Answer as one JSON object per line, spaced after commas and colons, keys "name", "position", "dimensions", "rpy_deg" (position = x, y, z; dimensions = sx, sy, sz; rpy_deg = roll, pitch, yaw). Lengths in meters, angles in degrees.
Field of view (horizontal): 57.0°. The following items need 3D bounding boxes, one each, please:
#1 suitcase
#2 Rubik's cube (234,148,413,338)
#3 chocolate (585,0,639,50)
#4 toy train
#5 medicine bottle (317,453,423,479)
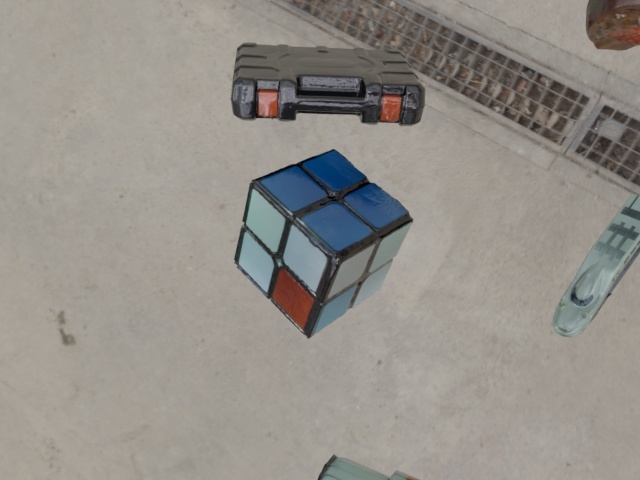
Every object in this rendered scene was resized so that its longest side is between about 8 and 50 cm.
{"name": "suitcase", "position": [0.006, -0.248, 0.923], "dimensions": [0.285, 0.206, 0.066], "rpy_deg": [1, 124, -6]}
{"name": "Rubik's cube", "position": [-0.001, 0.000, 0.868], "dimensions": [0.183, 0.167, 0.180], "rpy_deg": [45, 139, 22]}
{"name": "chocolate", "position": [0.261, -0.166, 0.414], "dimensions": [0.133, 0.124, 0.127], "rpy_deg": [9, 68, -16]}
{"name": "toy train", "position": [0.404, 0.037, 0.841], "dimensions": [0.052, 0.051, 0.234], "rpy_deg": [31, 73, 39]}
{"name": "medicine bottle", "position": [0.134, 0.313, 0.502], "dimensions": [0.318, 0.158, 0.158], "rpy_deg": [17, 106, 20]}
